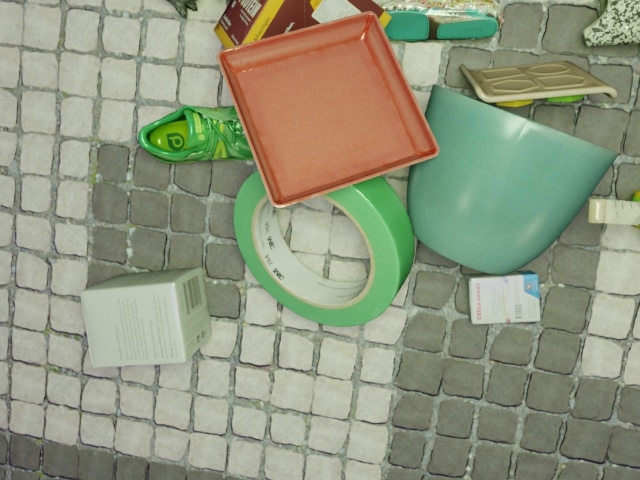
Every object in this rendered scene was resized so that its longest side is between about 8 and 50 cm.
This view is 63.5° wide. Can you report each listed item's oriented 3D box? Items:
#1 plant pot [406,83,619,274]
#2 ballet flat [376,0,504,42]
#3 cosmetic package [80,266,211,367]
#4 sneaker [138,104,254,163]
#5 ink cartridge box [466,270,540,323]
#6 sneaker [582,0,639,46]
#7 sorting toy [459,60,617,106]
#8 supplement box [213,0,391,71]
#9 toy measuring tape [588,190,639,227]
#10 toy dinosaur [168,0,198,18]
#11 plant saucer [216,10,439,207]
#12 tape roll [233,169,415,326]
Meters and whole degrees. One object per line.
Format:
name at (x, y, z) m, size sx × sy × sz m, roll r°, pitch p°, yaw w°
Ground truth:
plant pot at (0.272, -0.088, 0.837) m, size 0.292 × 0.293 × 0.235 m, roll 22°, pitch 110°, yaw 4°
ballet flat at (0.197, -0.397, 0.909) m, size 0.240 × 0.091 × 0.077 m, roll 4°, pitch 68°, yaw 2°
cosmetic package at (-0.328, 0.144, 0.998) m, size 0.183 × 0.151 × 0.152 m, roll -6°, pitch 97°, yaw 9°
sneaker at (-0.193, -0.194, 0.951) m, size 0.295 × 0.123 × 0.110 m, roll -11°, pitch 96°, yaw 8°
ink cartridge box at (0.337, 0.105, 0.962) m, size 0.122 × 0.052 × 0.089 m, roll -4°, pitch 97°, yaw 6°
sneaker at (0.488, -0.503, 0.829) m, size 0.181 × 0.158 × 0.411 m, roll -3°, pitch 93°, yaw 25°
sorting toy at (0.345, -0.257, 0.851) m, size 0.208 × 0.193 × 0.038 m, roll 1°, pitch 120°, yaw 5°
supplement box at (-0.032, -0.353, 0.844) m, size 0.194 × 0.129 × 0.191 m, roll 20°, pitch 117°, yaw -39°
toy measuring tape at (0.534, -0.050, 0.857) m, size 0.329 × 0.121 × 0.122 m, roll -1°, pitch 98°, yaw -22°
toy dinosaur at (-0.201, -0.491, 0.858) m, size 0.321 × 0.218 × 0.165 m, roll 30°, pitch 84°, yaw -39°
plant saucer at (0.008, -0.193, 0.768) m, size 0.258 × 0.048 × 0.259 m, roll -19°, pitch 77°, yaw -11°
tape roll at (0.000, 0.000, 0.896) m, size 0.320 × 0.077 × 0.322 m, roll 17°, pitch 127°, yaw 24°
